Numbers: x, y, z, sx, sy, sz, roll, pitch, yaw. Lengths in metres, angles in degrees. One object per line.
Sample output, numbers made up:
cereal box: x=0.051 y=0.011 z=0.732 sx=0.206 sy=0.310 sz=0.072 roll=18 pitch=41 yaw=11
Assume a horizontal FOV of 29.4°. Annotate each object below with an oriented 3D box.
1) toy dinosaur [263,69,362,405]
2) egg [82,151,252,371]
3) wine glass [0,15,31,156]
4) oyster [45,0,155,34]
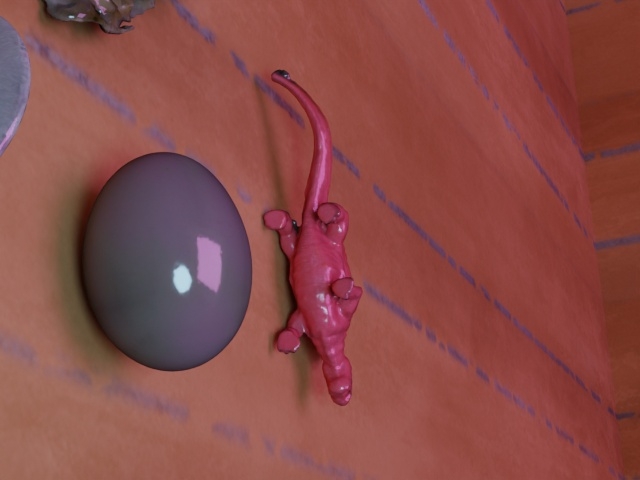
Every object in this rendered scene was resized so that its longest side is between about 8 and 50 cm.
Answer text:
toy dinosaur: x=0.002 y=0.005 z=1.057 sx=0.139 sy=0.070 sz=0.286 roll=47 pitch=34 yaw=-69
egg: x=-0.094 y=0.013 z=0.746 sx=0.103 sy=0.103 sz=0.135 roll=14 pitch=65 yaw=-66
wine glass: x=-0.211 y=-0.098 z=0.453 sx=0.196 sy=0.165 sz=0.165 roll=57 pitch=30 yaw=-50
oyster: x=-0.129 y=-0.252 z=0.775 sx=0.351 sy=0.115 sz=0.238 roll=27 pitch=55 yaw=-63
